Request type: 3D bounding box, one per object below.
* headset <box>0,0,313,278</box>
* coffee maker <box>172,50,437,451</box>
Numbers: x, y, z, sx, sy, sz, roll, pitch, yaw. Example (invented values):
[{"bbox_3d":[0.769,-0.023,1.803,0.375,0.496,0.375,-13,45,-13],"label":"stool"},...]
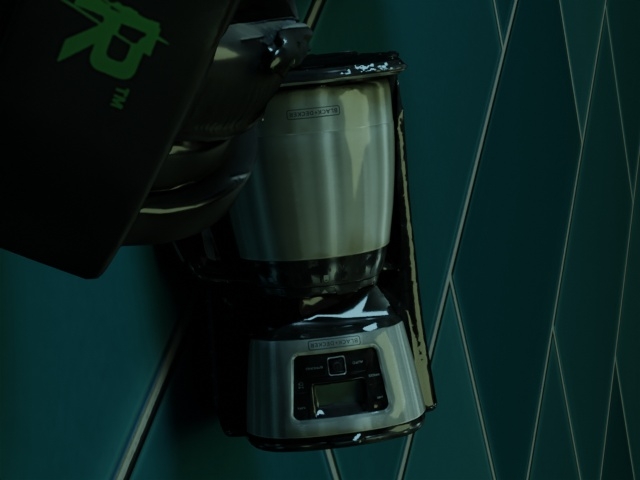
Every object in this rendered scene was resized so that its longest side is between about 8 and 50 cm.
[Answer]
[{"bbox_3d":[-0.026,-0.113,0.577,0.394,0.185,0.243,-123,-125,-76],"label":"headset"},{"bbox_3d":[0.000,0.000,0.843,0.171,0.120,0.178,-31,118,-71],"label":"coffee maker"}]
